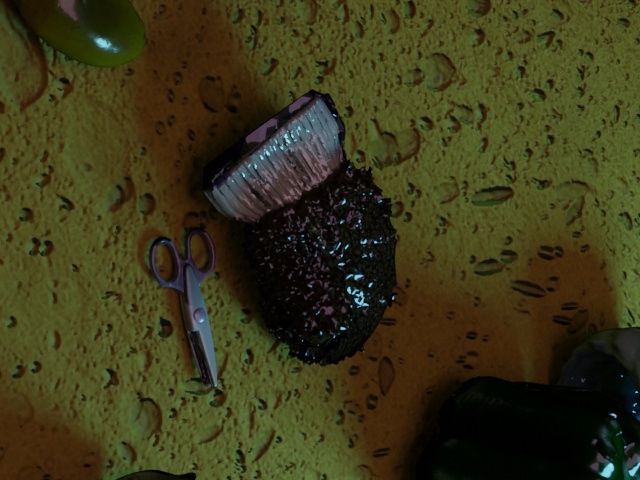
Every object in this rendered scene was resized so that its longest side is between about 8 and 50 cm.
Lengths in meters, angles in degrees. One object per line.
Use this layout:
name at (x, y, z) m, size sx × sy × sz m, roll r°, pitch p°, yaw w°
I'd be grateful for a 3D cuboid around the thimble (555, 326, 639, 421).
thimble at (0.416, 0.236, 2.086) m, size 0.172 × 0.205 × 0.250 m, roll 3°, pitch 83°, yaw -38°

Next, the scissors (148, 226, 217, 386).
scissors at (-0.138, 0.076, 1.771) m, size 0.085 × 0.022 × 0.176 m, roll -17°, pitch 99°, yaw -37°

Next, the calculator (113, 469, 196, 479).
calculator at (-0.228, 0.300, 1.610) m, size 0.268 × 0.177 × 0.040 m, roll -31°, pitch 114°, yaw -31°

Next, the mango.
mango at (-0.240, -0.235, 1.655) m, size 0.161 × 0.076 × 0.103 m, roll 34°, pitch 64°, yaw -42°

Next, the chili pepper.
chili pepper at (0.265, 0.292, 1.949) m, size 0.233 × 0.256 × 0.249 m, roll 19°, pitch 78°, yaw -49°

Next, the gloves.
gloves at (-0.007, 0.002, 1.801) m, size 0.210 × 0.135 × 0.312 m, roll -50°, pitch 122°, yaw -33°
